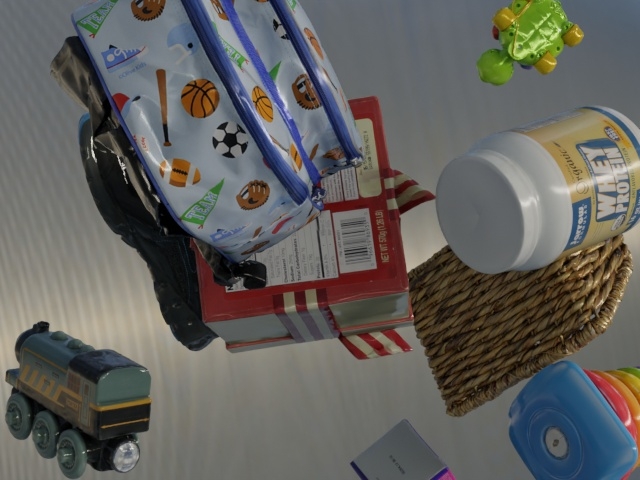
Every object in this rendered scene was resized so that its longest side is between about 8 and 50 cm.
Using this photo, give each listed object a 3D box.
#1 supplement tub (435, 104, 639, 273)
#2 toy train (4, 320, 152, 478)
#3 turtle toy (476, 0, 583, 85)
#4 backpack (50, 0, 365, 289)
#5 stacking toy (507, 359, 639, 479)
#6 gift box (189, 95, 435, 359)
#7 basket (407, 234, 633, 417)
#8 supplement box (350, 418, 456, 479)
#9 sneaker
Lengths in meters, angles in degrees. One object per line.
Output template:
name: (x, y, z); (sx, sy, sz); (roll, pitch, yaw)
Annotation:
supplement tub: (0.231, -0.051, 1.246); (0.199, 0.144, 0.144); (-20, 99, -35)
toy train: (-0.389, 0.248, 1.928); (0.142, 0.334, 0.190); (-1, 104, -41)
turtle toy: (0.234, -0.232, 1.407); (0.095, 0.130, 0.066); (46, -13, -7)
backpack: (-0.087, -0.111, 1.006); (0.277, 0.213, 0.263); (57, 10, 5)
stacking toy: (0.408, 0.224, 1.583); (0.301, 0.175, 0.166); (-12, 55, -34)
gift box: (0.000, 0.000, 1.373); (0.258, 0.276, 0.255); (75, 11, -77)
basket: (0.289, 0.086, 1.668); (0.213, 0.299, 0.223); (-2, 61, -45)
supplement box: (0.150, 0.387, 1.852); (0.111, 0.114, 0.220); (46, -9, 40)
sneaker: (-0.184, -0.029, 1.528); (0.341, 0.139, 0.125); (61, 6, -24)
